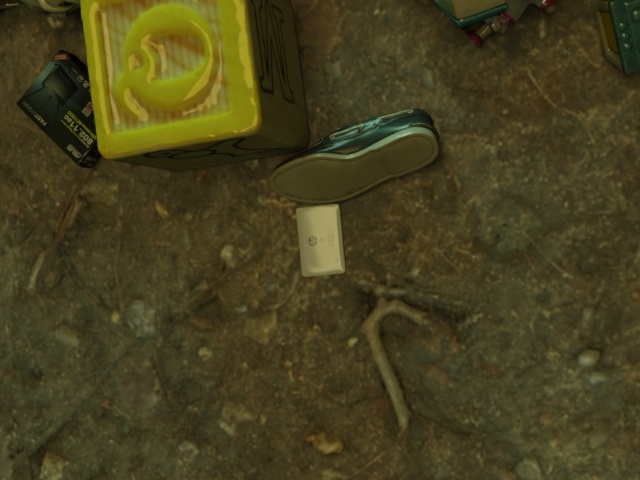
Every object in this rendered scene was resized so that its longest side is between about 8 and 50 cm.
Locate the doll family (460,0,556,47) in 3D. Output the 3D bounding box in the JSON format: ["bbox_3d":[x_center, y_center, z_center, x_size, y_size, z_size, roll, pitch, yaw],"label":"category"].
[{"bbox_3d":[0.160,-0.347,1.142,0.163,0.118,0.263,-44,82,13],"label":"doll family"}]

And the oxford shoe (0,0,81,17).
[{"bbox_3d":[-0.282,-0.334,1.235,0.449,0.169,0.130,-1,87,22],"label":"oxford shoe"}]

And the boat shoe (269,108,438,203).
[{"bbox_3d":[0.039,-0.100,1.214,0.206,0.075,0.065,-16,43,19],"label":"boat shoe"}]

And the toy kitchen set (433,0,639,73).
[{"bbox_3d":[0.238,-0.228,1.075,0.207,0.122,0.166,-19,113,2],"label":"toy kitchen set"}]

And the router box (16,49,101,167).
[{"bbox_3d":[-0.306,-0.164,1.303,0.122,0.038,0.092,43,100,11],"label":"router box"}]

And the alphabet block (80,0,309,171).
[{"bbox_3d":[-0.135,-0.189,1.177,0.192,0.197,0.193,-10,87,14],"label":"alphabet block"}]

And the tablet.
[{"bbox_3d":[0.000,0.000,1.240,0.054,0.006,0.083,-6,88,15],"label":"tablet"}]
